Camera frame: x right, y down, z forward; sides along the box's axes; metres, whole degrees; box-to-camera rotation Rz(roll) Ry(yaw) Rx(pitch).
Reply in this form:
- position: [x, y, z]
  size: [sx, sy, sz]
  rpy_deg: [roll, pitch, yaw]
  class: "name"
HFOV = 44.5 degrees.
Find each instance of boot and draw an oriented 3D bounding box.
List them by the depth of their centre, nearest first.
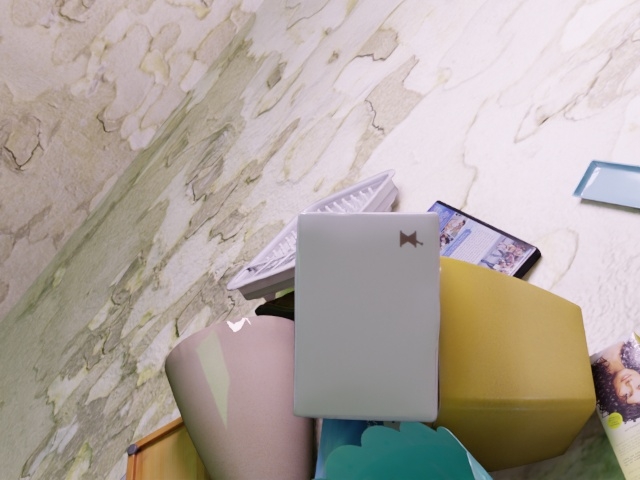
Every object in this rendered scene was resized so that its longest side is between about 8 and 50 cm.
- position: [-0.016, 0.124, 1.463]
  size: [0.305, 0.112, 0.115]
  rpy_deg: [-16, 33, 56]
  class: "boot"

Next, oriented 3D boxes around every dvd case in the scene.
- position: [0.211, 0.039, 1.269]
  size: [0.180, 0.022, 0.253]
  rpy_deg: [-47, 35, -6]
  class: "dvd case"

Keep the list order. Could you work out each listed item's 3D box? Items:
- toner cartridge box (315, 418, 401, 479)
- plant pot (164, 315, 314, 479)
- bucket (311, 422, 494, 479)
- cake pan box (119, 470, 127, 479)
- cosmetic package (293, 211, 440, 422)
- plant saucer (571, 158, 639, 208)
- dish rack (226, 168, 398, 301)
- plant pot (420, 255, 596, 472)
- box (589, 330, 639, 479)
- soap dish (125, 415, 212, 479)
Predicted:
- position: [0.072, 0.392, 1.067]
  size: [0.165, 0.075, 0.347]
  rpy_deg: [-9, 50, 22]
  class: "toner cartridge box"
- position: [-0.112, 0.309, 1.316]
  size: [0.256, 0.257, 0.273]
  rpy_deg: [-38, 52, 26]
  class: "plant pot"
- position: [0.103, 0.355, 0.846]
  size: [0.281, 0.183, 0.281]
  rpy_deg: [-37, 25, 21]
  class: "bucket"
- position: [-0.424, 0.619, 1.529]
  size: [0.245, 0.070, 0.267]
  rpy_deg: [-51, 22, 11]
  class: "cake pan box"
- position: [0.050, 0.104, 1.056]
  size: [0.453, 0.162, 0.229]
  rpy_deg: [92, 180, -83]
  class: "cosmetic package"
- position: [0.448, -0.074, 1.107]
  size: [0.067, 0.018, 0.192]
  rpy_deg: [-59, 31, -7]
  class: "plant saucer"
- position: [0.000, 0.000, 1.492]
  size: [0.286, 0.072, 0.333]
  rpy_deg: [-22, 19, 42]
  class: "dish rack"
- position: [0.223, 0.167, 0.978]
  size: [0.212, 0.187, 0.212]
  rpy_deg: [92, -178, -51]
  class: "plant pot"
- position: [0.377, 0.220, 0.888]
  size: [0.087, 0.058, 0.232]
  rpy_deg: [-40, 35, 24]
  class: "box"
- position: [-0.249, 0.452, 1.407]
  size: [0.229, 0.118, 0.290]
  rpy_deg: [-31, 37, 15]
  class: "soap dish"
